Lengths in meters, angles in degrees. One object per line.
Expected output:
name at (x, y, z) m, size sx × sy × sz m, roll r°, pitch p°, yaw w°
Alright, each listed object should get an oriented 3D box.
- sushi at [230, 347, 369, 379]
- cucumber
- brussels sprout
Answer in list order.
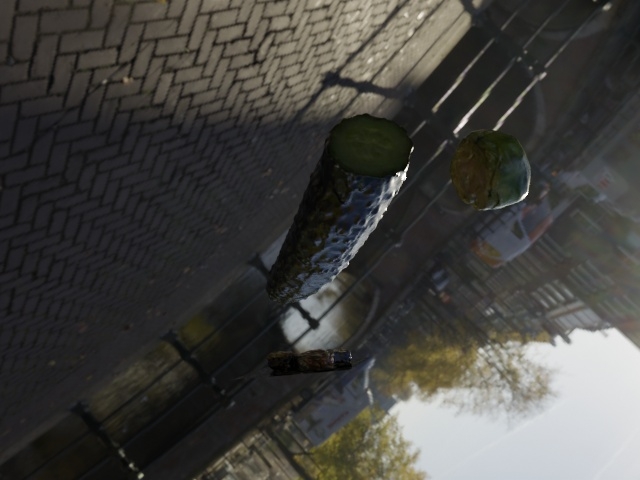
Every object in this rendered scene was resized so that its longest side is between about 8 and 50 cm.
sushi at (-0.032, 0.192, 0.981) m, size 0.201 × 0.031 × 0.139 m, roll -9°, pitch 175°, yaw 17°
cucumber at (0.000, 0.000, 0.525) m, size 0.067 × 0.067 × 0.293 m, roll -37°, pitch 169°, yaw -27°
brussels sprout at (0.333, -0.138, 1.173) m, size 0.122 × 0.149 × 0.151 m, roll -8°, pitch 112°, yaw -20°
